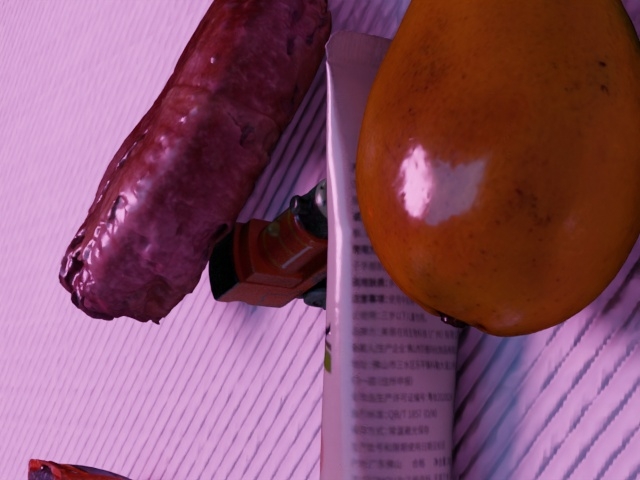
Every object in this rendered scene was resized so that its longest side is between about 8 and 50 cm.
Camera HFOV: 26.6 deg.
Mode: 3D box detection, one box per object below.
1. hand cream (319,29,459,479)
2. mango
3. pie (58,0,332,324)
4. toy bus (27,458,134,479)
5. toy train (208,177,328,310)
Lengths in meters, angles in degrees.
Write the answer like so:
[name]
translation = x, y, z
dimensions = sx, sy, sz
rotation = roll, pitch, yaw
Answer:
[hand cream]
translation = 0.028, 0.039, 0.528
dimensions = 0.050, 0.080, 0.234
rotation = -1, 85, 53
[mango]
translation = 0.063, -0.044, 0.475
dimensions = 0.111, 0.089, 0.163
rotation = -38, 39, 33
[pie]
translation = -0.063, -0.046, 0.656
dimensions = 0.204, 0.054, 0.218
rotation = -58, 12, 4
[toy bus]
translation = -0.138, 0.221, 0.760
dimensions = 0.065, 0.077, 0.192
rotation = -1, 83, 58
[toy train]
translation = 0.000, 0.000, 0.591
dimensions = 0.103, 0.064, 0.044
rotation = -35, 51, 52
